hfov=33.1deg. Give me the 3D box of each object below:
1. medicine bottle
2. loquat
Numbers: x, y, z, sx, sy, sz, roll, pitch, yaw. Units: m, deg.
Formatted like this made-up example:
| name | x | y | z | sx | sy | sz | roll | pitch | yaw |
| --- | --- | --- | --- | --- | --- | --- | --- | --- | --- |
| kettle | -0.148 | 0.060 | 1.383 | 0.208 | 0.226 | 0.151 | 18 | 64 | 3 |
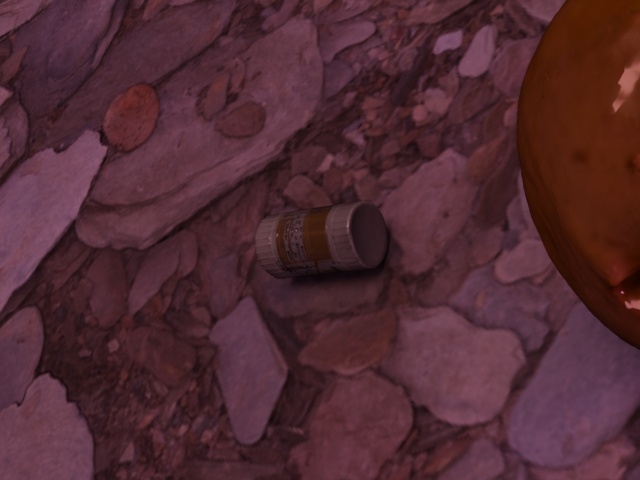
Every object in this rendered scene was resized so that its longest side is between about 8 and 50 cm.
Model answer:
| name | x | y | z | sx | sy | sz | roll | pitch | yaw |
| --- | --- | --- | --- | --- | --- | --- | --- | --- | --- |
| medicine bottle | 0.000 | 0.000 | 0.736 | 0.083 | 0.047 | 0.047 | -8 | 57 | 38 |
| loquat | 0.190 | -0.045 | 0.487 | 0.208 | 0.208 | 0.208 | -23 | 48 | 29 |
